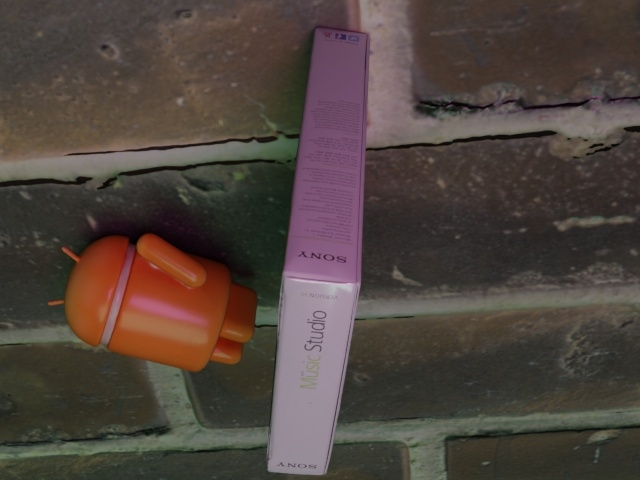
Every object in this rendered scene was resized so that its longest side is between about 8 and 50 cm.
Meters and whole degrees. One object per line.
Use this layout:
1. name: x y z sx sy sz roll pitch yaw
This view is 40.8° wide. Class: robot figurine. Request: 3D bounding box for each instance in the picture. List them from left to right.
1. robot figurine: -0.181 0.067 0.939 0.219 0.128 0.158 16 171 -13

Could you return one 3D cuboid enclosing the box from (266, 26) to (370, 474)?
1. box: 0.000 0.000 0.737 0.058 0.322 0.232 7 133 0
